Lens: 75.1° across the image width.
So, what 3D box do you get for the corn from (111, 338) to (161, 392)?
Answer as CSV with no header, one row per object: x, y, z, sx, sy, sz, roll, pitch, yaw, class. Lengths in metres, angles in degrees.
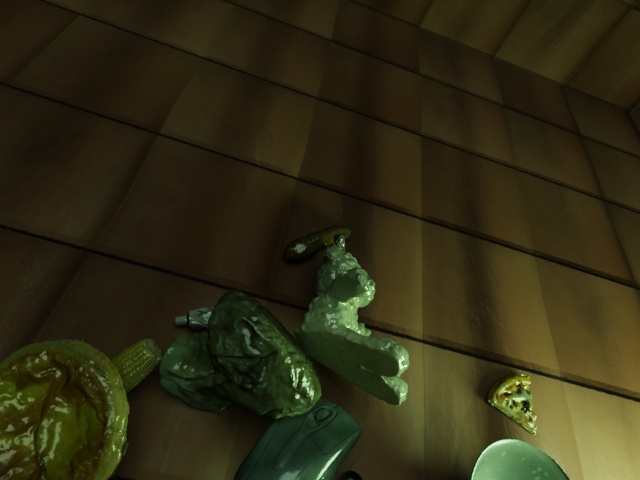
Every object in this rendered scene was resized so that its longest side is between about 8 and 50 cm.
-0.433,0.289,0.936,0.165,0.063,0.085,-41,50,6,corn

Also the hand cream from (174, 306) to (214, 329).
-0.255,0.216,1.114,0.256,0.050,0.084,8,51,-19,hand cream

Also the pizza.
0.582,0.491,1.237,0.184,0.036,0.176,-4,59,-22,pizza

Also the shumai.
-0.188,0.308,0.955,0.288,0.292,0.330,-42,85,-7,shumai

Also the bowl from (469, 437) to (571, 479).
0.459,0.661,1.003,0.312,0.146,0.314,10,53,-13,bowl

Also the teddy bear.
0.115,0.170,1.113,0.374,0.328,0.362,16,46,28,teddy bear

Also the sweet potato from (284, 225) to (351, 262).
0.000,0.000,1.341,0.273,0.075,0.075,-24,67,-33,sweet potato

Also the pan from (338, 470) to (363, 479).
0.058,0.599,0.973,0.068,0.023,0.115,38,50,7,pan

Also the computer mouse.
-0.041,0.460,0.918,0.188,0.122,0.370,25,29,23,computer mouse

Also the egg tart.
-0.530,0.367,0.825,0.340,0.132,0.342,1,67,-3,egg tart
